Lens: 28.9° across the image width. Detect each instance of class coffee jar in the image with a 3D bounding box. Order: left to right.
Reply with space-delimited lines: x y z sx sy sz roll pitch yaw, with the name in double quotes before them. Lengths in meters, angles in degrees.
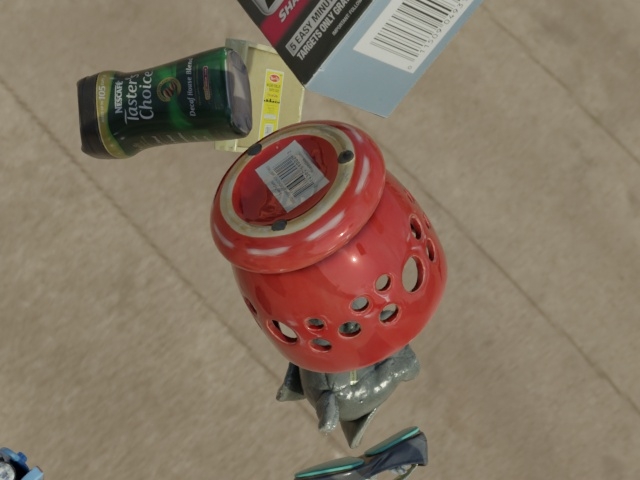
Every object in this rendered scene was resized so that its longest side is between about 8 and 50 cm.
"coffee jar" -0.169 -0.143 1.318 0.079 0.184 0.096 23 59 -71

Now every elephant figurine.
"elephant figurine" 0.031 0.182 1.602 0.186 0.239 0.169 -15 67 -21

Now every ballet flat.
"ballet flat" 0.062 0.318 1.696 0.203 0.074 0.074 -18 67 -24

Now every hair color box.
"hair color box" -0.016 -0.297 1.022 0.113 0.185 0.374 13 34 -49

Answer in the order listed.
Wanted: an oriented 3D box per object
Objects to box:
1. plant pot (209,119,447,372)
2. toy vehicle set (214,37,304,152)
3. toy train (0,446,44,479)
"plant pot" 0.000 0.000 1.140 0.174 0.191 0.191 54 31 -43
"toy vehicle set" -0.089 -0.219 1.950 0.035 0.166 0.267 9 5 19
"toy train" -0.304 0.280 1.257 0.105 0.184 0.080 39 60 10
